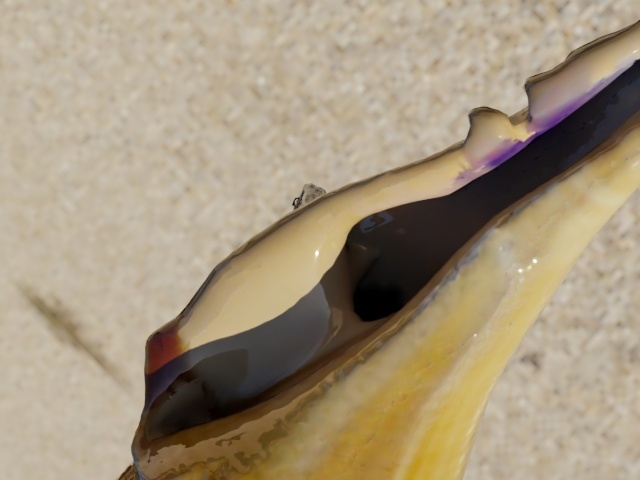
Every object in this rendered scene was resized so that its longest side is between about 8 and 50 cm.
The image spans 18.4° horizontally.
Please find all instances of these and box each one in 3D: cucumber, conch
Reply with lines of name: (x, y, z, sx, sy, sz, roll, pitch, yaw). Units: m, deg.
cucumber: (0.000, 0.000, 1.262, 0.039, 0.043, 0.163, 10, -164, -6)
conch: (0.021, 0.044, 0.623, 0.093, 0.330, 0.109, 30, -158, -47)
